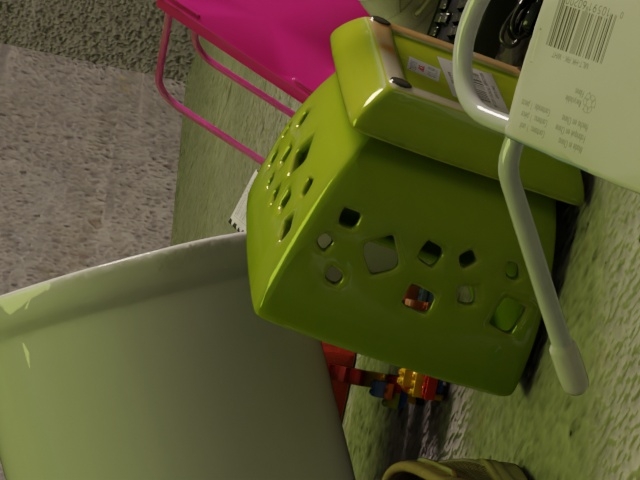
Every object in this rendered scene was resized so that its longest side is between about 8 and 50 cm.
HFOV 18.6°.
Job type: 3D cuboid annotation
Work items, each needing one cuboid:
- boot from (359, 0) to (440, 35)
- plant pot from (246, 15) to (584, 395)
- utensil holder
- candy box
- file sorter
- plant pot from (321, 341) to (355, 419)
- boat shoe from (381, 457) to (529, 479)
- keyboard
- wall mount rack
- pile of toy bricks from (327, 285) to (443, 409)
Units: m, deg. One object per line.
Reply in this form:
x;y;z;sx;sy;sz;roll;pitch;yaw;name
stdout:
0.133;-0.281;1.837;0.258;0.123;0.095;-48;26;-21;boot
0.080;-0.041;1.564;0.228;0.227;0.207;-99;30;-63;plant pot
-0.129;0.213;1.793;0.327;0.327;0.385;146;110;-75;utensil holder
0.000;0.000;2.027;0.070;0.165;0.196;-61;11;1;candy box
-0.013;-0.240;2.004;0.291;0.202;0.182;-52;-8;-29;file sorter
-0.120;0.208;2.272;0.267;0.235;0.267;-144;66;-78;plant pot
0.112;0.240;1.374;0.341;0.110;0.122;-132;54;-77;boat shoe
0.166;-0.261;1.679;0.201;0.033;0.317;17;87;64;keyboard
0.196;-0.031;1.061;0.350;0.130;0.304;31;107;59;wall mount rack
0.053;0.096;1.841;0.212;0.105;0.118;176;105;-79;pile of toy bricks
